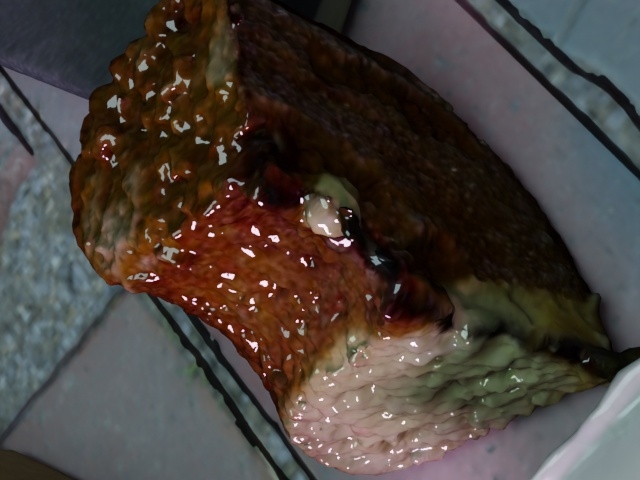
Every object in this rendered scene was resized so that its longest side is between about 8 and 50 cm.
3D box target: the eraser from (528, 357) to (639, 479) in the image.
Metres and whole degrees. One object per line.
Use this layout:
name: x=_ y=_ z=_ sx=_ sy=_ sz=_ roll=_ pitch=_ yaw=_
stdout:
eraser: x=0.197 y=0.086 z=0.381 sx=0.331 sy=0.150 sz=0.331 roll=-37 pitch=40 yaw=39

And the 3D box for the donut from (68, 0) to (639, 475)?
donut: x=0.007 y=0.001 z=0.574 sx=0.126 sy=0.186 sz=0.144 roll=-41 pitch=39 yaw=29

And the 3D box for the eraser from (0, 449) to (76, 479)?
eraser: x=-0.112 y=0.156 z=0.623 sx=0.343 sy=0.144 sz=0.078 roll=18 pitch=96 yaw=34

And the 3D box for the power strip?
power strip: x=-0.104 y=-0.121 z=0.700 sx=0.256 sy=0.070 sz=0.105 roll=23 pitch=94 yaw=32
